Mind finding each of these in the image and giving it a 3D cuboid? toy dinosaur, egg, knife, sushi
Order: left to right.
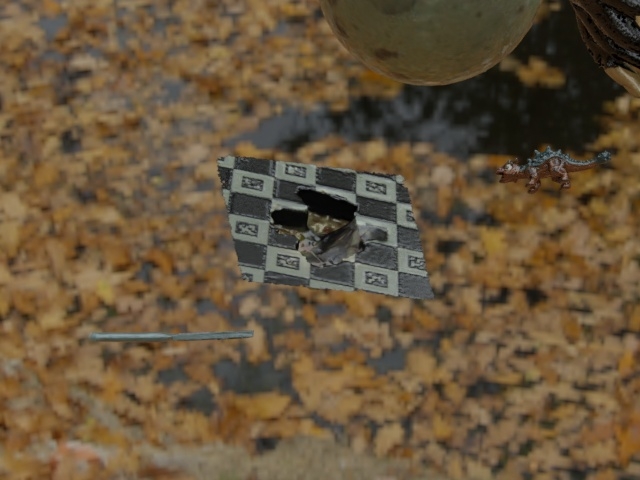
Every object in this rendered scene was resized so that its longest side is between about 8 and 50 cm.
[{"bbox_3d":[-0.191,0.123,1.985,0.210,0.028,0.015,-1,77,-10],"label":"knife"},{"bbox_3d":[0.000,0.000,1.436,0.193,0.040,0.210,6,33,-13],"label":"sushi"},{"bbox_3d":[0.168,-0.410,2.273,0.345,0.428,0.344,2,73,-7],"label":"egg"},{"bbox_3d":[0.303,-0.094,2.020,0.154,0.049,0.055,-10,70,10],"label":"toy dinosaur"}]

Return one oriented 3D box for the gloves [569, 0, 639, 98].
[{"bbox_3d":[0.299,-0.228,1.557,0.106,0.180,0.129,-12,18,-18],"label":"gloves"}]
